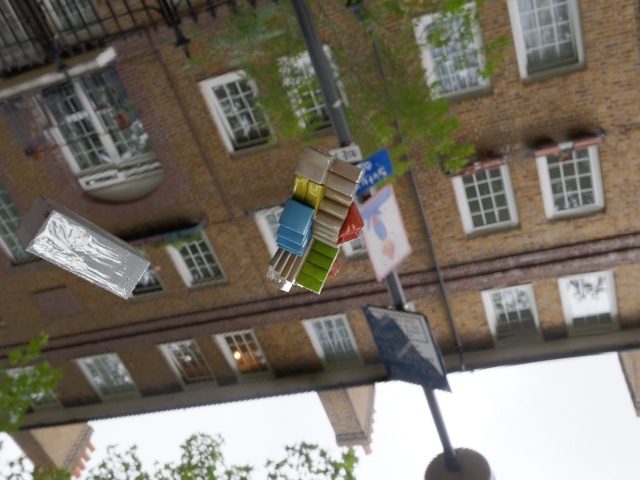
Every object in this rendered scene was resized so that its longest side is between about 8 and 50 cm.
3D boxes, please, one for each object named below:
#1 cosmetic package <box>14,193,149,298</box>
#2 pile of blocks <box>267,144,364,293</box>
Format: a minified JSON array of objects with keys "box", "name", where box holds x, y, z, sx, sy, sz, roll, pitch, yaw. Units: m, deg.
[{"box":[-0.486,0.014,1.361,0.107,0.238,0.127,-59,-144,-1],"name":"cosmetic package"},{"box":[0.000,0.000,1.044,0.112,0.362,0.149,24,-119,8],"name":"pile of blocks"}]
